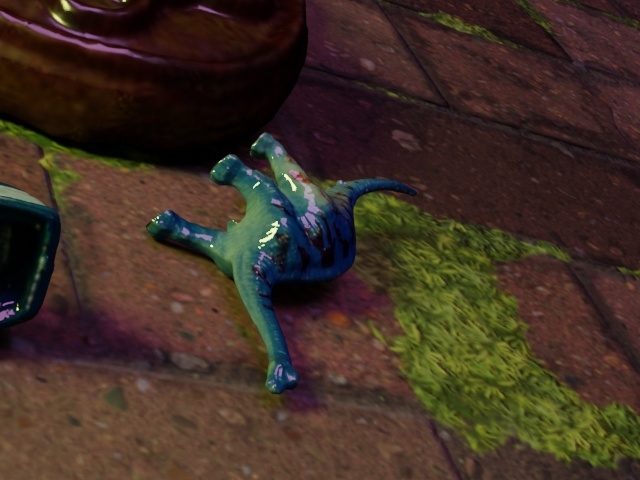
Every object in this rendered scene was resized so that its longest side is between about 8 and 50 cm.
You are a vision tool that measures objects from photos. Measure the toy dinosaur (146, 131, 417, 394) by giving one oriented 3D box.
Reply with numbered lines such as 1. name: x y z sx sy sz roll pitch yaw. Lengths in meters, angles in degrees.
1. toy dinosaur: -0.027 -0.014 0.993 0.144 0.076 0.329 36 29 0

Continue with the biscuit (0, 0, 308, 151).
1. biscuit: -0.195 -0.227 1.144 0.407 0.091 0.407 17 34 -12

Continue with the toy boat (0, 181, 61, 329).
1. toy boat: -0.282 0.000 0.709 0.299 0.096 0.062 3 26 -37
